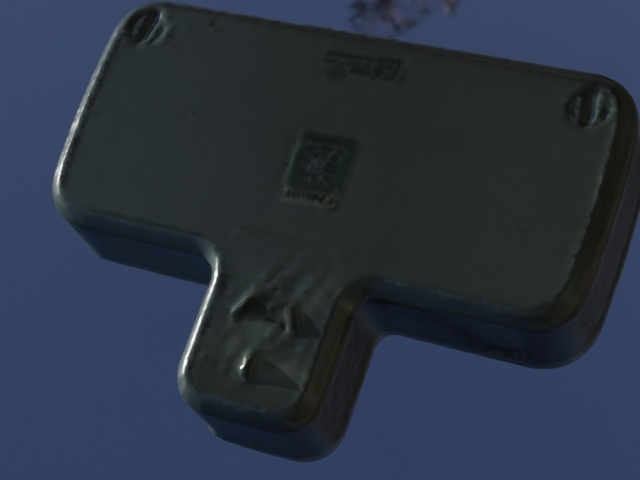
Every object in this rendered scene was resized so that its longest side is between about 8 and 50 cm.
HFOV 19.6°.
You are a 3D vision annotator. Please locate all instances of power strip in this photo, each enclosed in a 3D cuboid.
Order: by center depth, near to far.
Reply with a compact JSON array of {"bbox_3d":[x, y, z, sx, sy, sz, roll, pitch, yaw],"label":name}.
[{"bbox_3d":[0.000,0.000,0.833,0.059,0.264,0.194,55,-128,-62],"label":"power strip"}]
